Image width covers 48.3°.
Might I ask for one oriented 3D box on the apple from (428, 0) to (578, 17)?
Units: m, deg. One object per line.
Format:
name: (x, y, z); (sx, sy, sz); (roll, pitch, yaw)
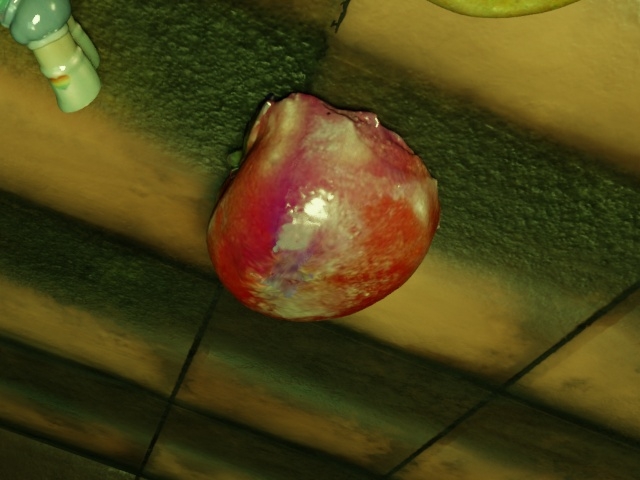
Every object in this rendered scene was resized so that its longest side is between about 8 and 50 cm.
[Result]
apple: (0.132, -0.284, 0.501); (0.236, 0.208, 0.237); (8, 159, 3)

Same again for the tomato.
tomato: (0.001, 0.000, 0.881); (0.289, 0.176, 0.335); (24, 139, -13)

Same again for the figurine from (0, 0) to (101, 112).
figurine: (-0.333, -0.299, 0.685); (0.205, 0.225, 0.382); (-23, 156, 10)
